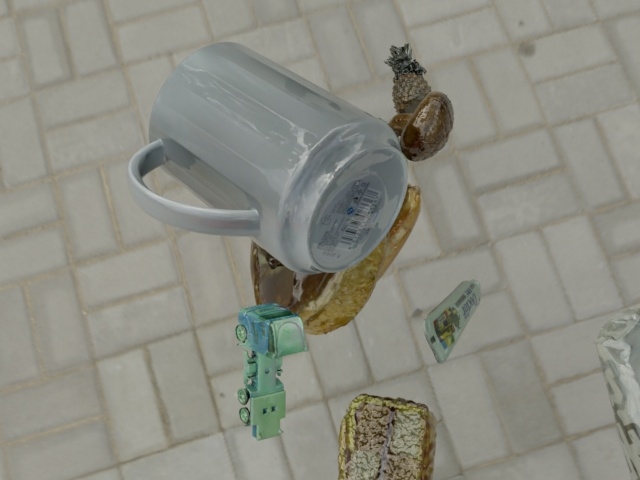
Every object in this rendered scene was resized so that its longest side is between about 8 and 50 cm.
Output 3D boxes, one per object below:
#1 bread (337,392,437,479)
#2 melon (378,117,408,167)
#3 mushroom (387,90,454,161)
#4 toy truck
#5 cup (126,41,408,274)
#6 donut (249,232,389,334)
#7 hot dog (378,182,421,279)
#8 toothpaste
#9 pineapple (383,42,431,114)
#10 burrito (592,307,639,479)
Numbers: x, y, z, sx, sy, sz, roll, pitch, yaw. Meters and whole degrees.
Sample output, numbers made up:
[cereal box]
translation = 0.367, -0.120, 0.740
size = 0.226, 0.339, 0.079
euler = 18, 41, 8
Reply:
[bread]
translation = 0.123, 0.403, 1.595
size = 0.181, 0.096, 0.222
euler = 0, 67, 21
[melon]
translation = 0.105, -0.114, 1.805
size = 0.129, 0.169, 0.265
euler = 30, 101, 5
[mushroom]
translation = 0.158, -0.170, 1.305
size = 0.109, 0.126, 0.085
euler = -32, 94, 24
[toy truck]
translation = -0.062, 0.172, 1.089
size = 0.067, 0.081, 0.175
euler = -7, 103, -37
[cup]
translation = -0.088, -0.100, 1.207
size = 0.322, 0.237, 0.327
euler = -31, 51, -31
[donut]
translation = 0.000, 0.000, 1.466
size = 0.330, 0.160, 0.330
euler = -23, 57, 41
[hot dog]
translation = 0.105, -0.006, 1.556
size = 0.102, 0.076, 0.249
euler = 45, 121, 22
[toothpaste]
translation = 0.197, 0.105, 1.251
size = 0.037, 0.255, 0.067
euler = -19, 96, 27
[pineapple]
translation = 0.148, -0.277, 1.473
size = 0.074, 0.074, 0.159
euler = -8, 54, -2
[burrito]
translation = 0.526, 0.321, 1.332
size = 0.139, 0.101, 0.446
euler = 1, 74, -36
